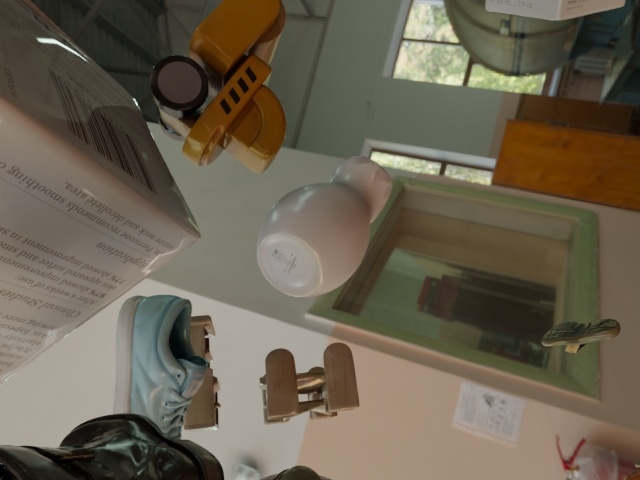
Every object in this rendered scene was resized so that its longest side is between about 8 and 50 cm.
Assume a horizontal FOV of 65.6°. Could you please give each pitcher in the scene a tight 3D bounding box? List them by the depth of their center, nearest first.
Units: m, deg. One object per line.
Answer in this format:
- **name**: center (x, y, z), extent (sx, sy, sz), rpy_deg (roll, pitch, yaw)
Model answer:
- **pitcher**: center (0.000, 0.000, 0.644), extent (0.207, 0.125, 0.178), rpy_deg (-47, -15, -52)

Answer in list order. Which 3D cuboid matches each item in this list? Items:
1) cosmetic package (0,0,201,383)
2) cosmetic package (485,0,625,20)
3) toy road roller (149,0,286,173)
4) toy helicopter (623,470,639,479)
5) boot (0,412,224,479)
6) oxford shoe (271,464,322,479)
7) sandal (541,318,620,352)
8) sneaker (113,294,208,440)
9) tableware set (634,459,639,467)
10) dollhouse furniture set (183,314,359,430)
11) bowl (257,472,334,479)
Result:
- **cosmetic package**: center (-0.437, -0.065, 0.603), extent (0.393, 0.328, 0.329), rpy_deg (-35, -29, 3)
- **cosmetic package**: center (0.361, -0.443, 0.739), extent (0.151, 0.151, 0.184), rpy_deg (-20, -55, -21)
- **toy road roller**: center (-0.144, -0.278, 0.933), extent (0.330, 0.240, 0.202), rpy_deg (-55, 9, -12)
- **toy helicopter**: center (0.523, 0.341, 0.518), extent (0.140, 0.354, 0.235), rpy_deg (26, -139, -59)
- **boot**: center (-0.242, 0.210, 0.467), extent (0.229, 0.262, 0.091), rpy_deg (33, -121, -52)
- **oxford shoe**: center (0.004, 0.356, 0.498), extent (0.130, 0.122, 0.348), rpy_deg (-57, 18, 17)
- **sandal**: center (0.497, 0.189, 0.954), extent (0.072, 0.049, 0.180), rpy_deg (-32, -1, -25)
- **sneaker**: center (-0.283, 0.279, 0.917), extent (0.135, 0.150, 0.366), rpy_deg (9, -107, -74)
- **tableware set**: center (0.534, 0.343, 0.675), extent (0.194, 0.039, 0.128), rpy_deg (-37, 6, 37)
- **dollhouse furniture set**: center (-0.134, 0.322, 1.249), extent (0.362, 0.393, 0.257), rpy_deg (108, 157, -67)
- **bowl**: center (-0.036, 0.564, 0.806), extent (0.311, 0.311, 0.163), rpy_deg (-40, -32, -60)
